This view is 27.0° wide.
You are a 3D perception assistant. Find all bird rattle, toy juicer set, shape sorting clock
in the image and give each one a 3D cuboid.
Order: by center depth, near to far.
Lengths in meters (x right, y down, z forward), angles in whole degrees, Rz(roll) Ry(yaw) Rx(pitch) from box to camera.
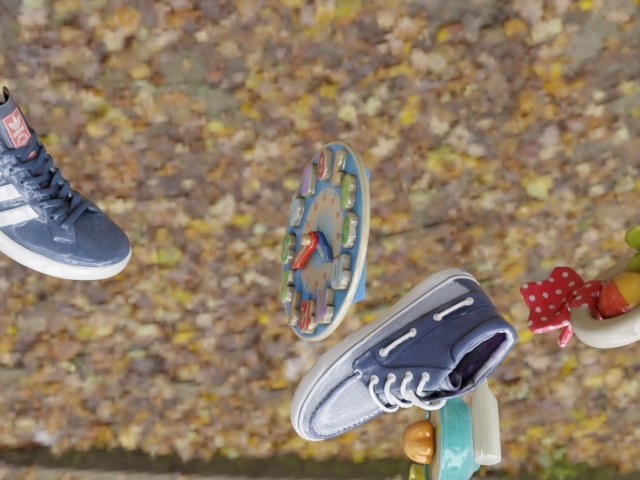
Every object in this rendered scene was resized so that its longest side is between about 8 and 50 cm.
[{"bbox_3d":[0.000,0.000,1.353,0.040,0.206,0.206,5,146,-23],"label":"shape sorting clock"},{"bbox_3d":[0.141,0.257,1.519,0.090,0.209,0.329,3,129,-4],"label":"toy juicer set"},{"bbox_3d":[0.386,0.065,1.726,0.254,0.207,0.143,-23,108,10],"label":"bird rattle"}]

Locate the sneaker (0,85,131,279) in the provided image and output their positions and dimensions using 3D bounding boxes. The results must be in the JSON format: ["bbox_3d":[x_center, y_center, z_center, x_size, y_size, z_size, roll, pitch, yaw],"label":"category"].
[{"bbox_3d":[-0.367,-0.089,1.598,0.350,0.131,0.148,32,123,-5],"label":"sneaker"}]

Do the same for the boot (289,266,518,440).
[{"bbox_3d":[0.062,0.106,1.045,0.190,0.086,0.069,-43,129,5],"label":"boot"}]
